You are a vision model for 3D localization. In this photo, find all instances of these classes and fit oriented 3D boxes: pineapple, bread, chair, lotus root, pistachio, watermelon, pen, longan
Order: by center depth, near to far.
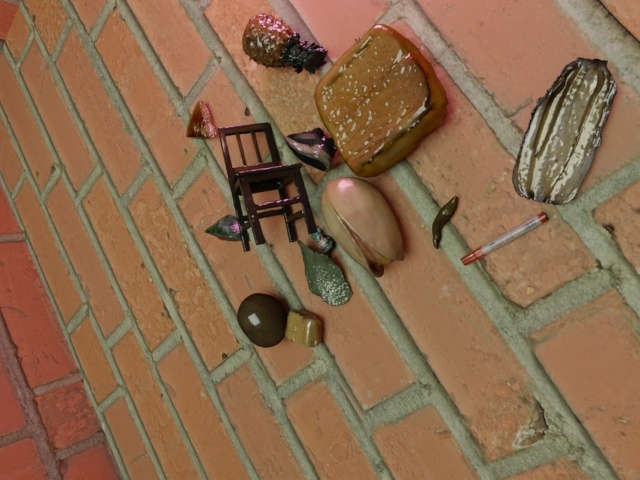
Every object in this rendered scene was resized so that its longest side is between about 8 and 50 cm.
[{"bbox_3d":[0.549,-0.248,1.108,0.167,0.078,0.330,21,106,8],"label":"lotus root"},{"bbox_3d":[0.459,-0.001,1.220,0.239,0.028,0.028,-36,75,32],"label":"pen"},{"bbox_3d":[0.161,-0.379,1.322,0.337,0.147,0.328,-42,67,33],"label":"bread"},{"bbox_3d":[0.115,-0.044,1.362,0.187,0.187,0.299,-40,77,31],"label":"pistachio"},{"bbox_3d":[-0.098,-0.592,1.495,0.278,0.157,0.158,27,110,16],"label":"pineapple"},{"bbox_3d":[-0.176,-0.194,1.495,0.240,0.202,0.417,158,99,-72],"label":"chair"},{"bbox_3d":[-0.049,0.286,1.578,0.125,0.082,0.106,15,93,43],"label":"bread"},{"bbox_3d":[-0.193,0.267,1.627,0.167,0.167,0.187,-22,83,35],"label":"longan"},{"bbox_3d":[-0.323,-0.037,1.758,0.155,0.080,0.101,16,69,35],"label":"watermelon"},{"bbox_3d":[-0.453,-0.419,1.801,0.135,0.054,0.155,-28,73,32],"label":"bread"}]

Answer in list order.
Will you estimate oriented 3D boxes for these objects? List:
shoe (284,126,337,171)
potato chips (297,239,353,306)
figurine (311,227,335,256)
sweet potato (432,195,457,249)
[{"bbox_3d":[-0.019,-0.294,1.493,0.112,0.099,0.227,-47,44,-3],"label":"shoe"},{"bbox_3d":[0.004,0.103,1.525,0.228,0.059,0.167,34,128,28],"label":"potato chips"},{"bbox_3d":[0.000,0.000,1.531,0.106,0.047,0.060,49,111,23],"label":"figurine"},{"bbox_3d":[0.327,-0.052,1.302,0.041,0.038,0.153,44,122,49],"label":"sweet potato"}]
